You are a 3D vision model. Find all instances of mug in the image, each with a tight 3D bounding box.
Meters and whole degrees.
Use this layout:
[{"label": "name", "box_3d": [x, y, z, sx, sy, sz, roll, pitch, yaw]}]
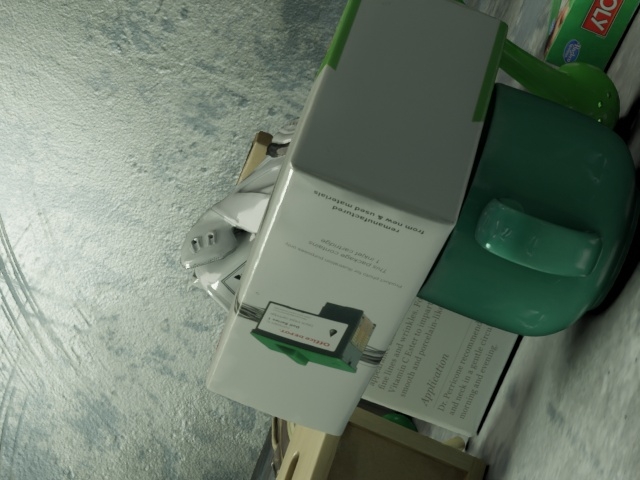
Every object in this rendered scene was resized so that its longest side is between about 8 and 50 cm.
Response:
[{"label": "mug", "box_3d": [0.117, -0.003, 0.864, 0.158, 0.097, 0.129, -73, 5, -47]}]

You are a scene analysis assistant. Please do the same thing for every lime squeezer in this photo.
[{"label": "lime squeezer", "box_3d": [0.136, -0.077, 1.003, 0.310, 0.109, 0.059, 52, -137, -75]}]

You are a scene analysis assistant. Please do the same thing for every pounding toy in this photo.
[{"label": "pounding toy", "box_3d": [0.038, 0.168, 1.018, 0.100, 0.130, 0.141, -30, 38, 67]}]

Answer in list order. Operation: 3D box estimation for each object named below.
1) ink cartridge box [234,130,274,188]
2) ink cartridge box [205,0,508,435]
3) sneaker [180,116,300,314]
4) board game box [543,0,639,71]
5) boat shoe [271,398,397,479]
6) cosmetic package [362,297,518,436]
[{"label": "ink cartridge box", "box_3d": [-0.013, -0.017, 2.134, 0.088, 0.234, 0.193, -82, 12, -77]}, {"label": "ink cartridge box", "box_3d": [0.017, -0.015, 0.886, 0.219, 0.092, 0.160, 113, 177, -51]}, {"label": "sneaker", "box_3d": [0.000, 0.000, 1.467, 0.210, 0.137, 0.366, -47, 24, -11]}, {"label": "board game box", "box_3d": [0.237, -0.287, 1.164, 0.317, 0.046, 0.213, -72, 5, -52]}, {"label": "boat shoe", "box_3d": [0.003, 0.179, 1.437, 0.355, 0.132, 0.130, -76, 7, -78]}, {"label": "cosmetic package", "box_3d": [0.051, 0.018, 1.109, 0.151, 0.183, 0.151, -77, 9, -71]}]
